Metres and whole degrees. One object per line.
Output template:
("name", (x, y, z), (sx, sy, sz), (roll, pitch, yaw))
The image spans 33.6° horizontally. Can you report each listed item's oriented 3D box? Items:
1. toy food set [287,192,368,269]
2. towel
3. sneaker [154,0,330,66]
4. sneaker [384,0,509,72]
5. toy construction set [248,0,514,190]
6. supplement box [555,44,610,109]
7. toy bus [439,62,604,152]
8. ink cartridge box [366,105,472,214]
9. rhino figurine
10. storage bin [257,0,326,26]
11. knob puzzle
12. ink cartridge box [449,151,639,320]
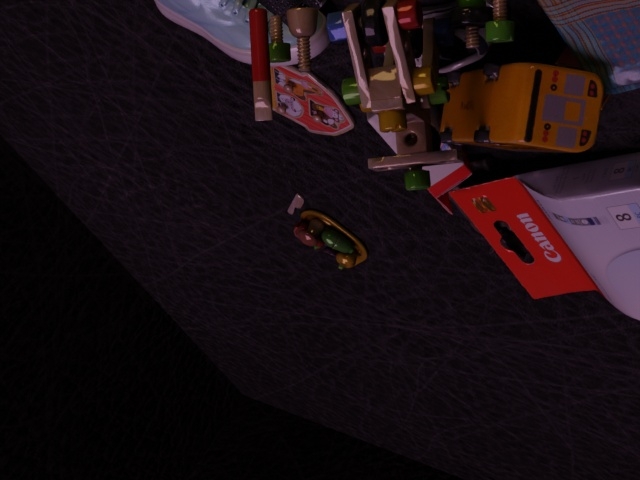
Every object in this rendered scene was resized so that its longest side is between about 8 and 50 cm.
("toy food set", (0.000, 0.000, 2.375), (0.218, 0.071, 0.128), (37, 157, -7))
("towel", (0.358, -0.305, 1.204), (0.271, 0.040, 0.370), (-4, 145, 43))
("sneaker", (-0.152, -0.394, 1.708), (0.366, 0.135, 0.150), (23, 160, 25))
("sneaker", (0.162, -0.288, 1.548), (0.094, 0.091, 0.258), (42, 156, -18))
("toy construction set", (0.066, -0.179, 1.357), (0.309, 0.237, 0.257), (-2, -176, -7))
("supplement box", (0.364, -0.226, 1.460), (0.055, 0.043, 0.083), (19, 154, 37))
("toy bus", (0.265, -0.183, 1.484), (0.130, 0.108, 0.333), (7, -176, -9))
("ink cartridge box", (0.169, -0.166, 1.718), (0.078, 0.134, 0.231), (-34, 119, 19))
("rhino figurine", (0.301, -0.047, 1.866), (0.106, 0.073, 0.243), (0, 139, 46))
("storage bin", (-0.002, -0.388, 1.456), (0.084, 0.180, 0.122), (39, 157, -10))
("knob puzzle", (-0.024, -0.250, 1.962), (0.213, 0.030, 0.213), (28, 157, 14))
("ink cartridge box", (0.426, 0.015, 1.714), (0.385, 0.091, 0.308), (-10, 133, 43))
